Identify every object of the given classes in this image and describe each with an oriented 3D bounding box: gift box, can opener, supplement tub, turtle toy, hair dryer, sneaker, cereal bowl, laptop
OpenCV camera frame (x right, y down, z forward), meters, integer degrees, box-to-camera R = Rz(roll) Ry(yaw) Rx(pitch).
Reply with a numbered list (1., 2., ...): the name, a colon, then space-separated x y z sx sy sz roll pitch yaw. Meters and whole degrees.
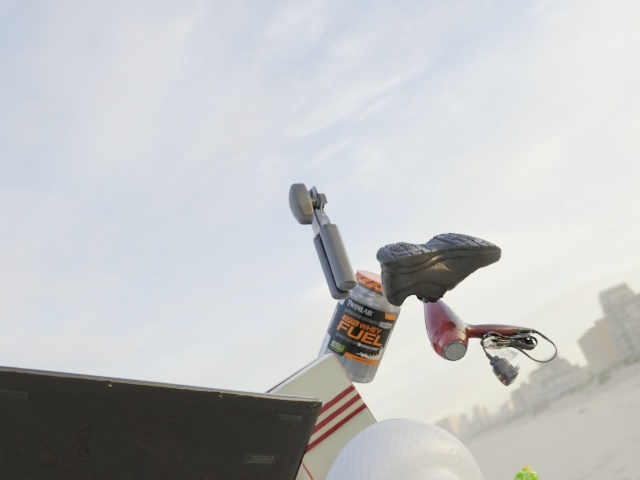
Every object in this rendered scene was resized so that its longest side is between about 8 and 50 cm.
1. gift box: -0.041 0.395 1.551 0.258 0.255 0.276 -32 -10 -13
2. can opener: 0.000 0.000 1.565 0.093 0.280 0.074 -6 -33 -27
3. supplement tub: 0.126 0.261 2.218 0.193 0.194 0.316 8 -76 -56
4. turtle toy: 0.552 0.660 1.948 0.095 0.066 0.130 -33 -43 -30
5. hair dryer: 0.324 0.203 1.518 0.224 0.293 0.080 -13 -52 -49
6. sneaker: 0.241 0.059 1.471 0.286 0.130 0.109 -8 17 -21
7. cereal bowl: 0.172 0.485 1.255 0.339 0.339 0.141 -10 0 -33
8. laptop: -0.268 0.299 0.877 0.382 0.236 0.407 13 -76 -30
